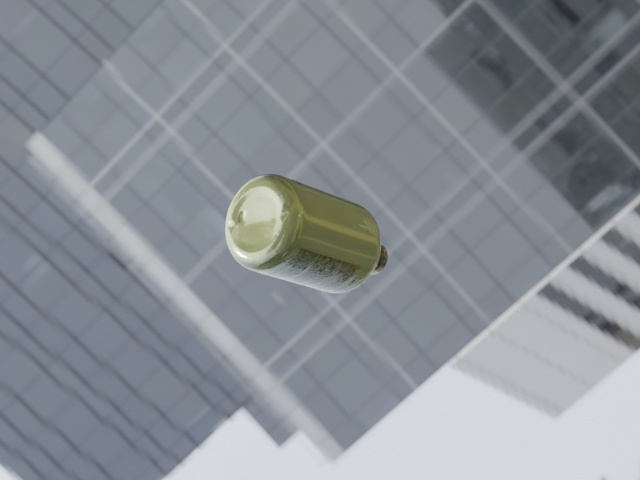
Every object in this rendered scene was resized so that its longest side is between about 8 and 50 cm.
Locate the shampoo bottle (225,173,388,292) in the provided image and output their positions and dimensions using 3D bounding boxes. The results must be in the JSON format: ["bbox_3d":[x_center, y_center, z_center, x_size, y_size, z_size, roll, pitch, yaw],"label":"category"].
[{"bbox_3d":[0.000,0.000,1.237,0.162,0.079,0.079,17,-146,-49],"label":"shampoo bottle"}]
